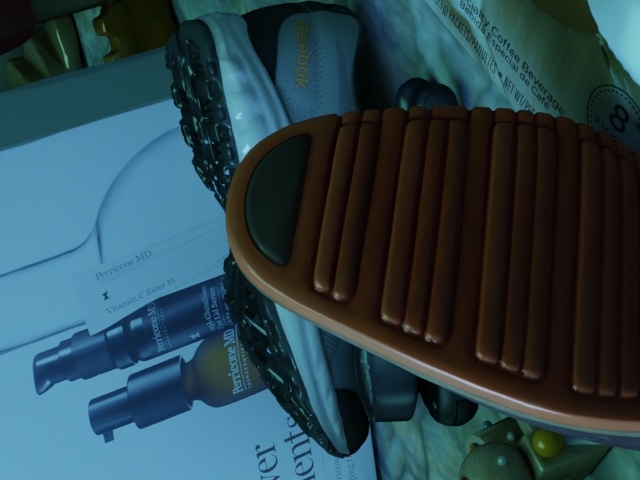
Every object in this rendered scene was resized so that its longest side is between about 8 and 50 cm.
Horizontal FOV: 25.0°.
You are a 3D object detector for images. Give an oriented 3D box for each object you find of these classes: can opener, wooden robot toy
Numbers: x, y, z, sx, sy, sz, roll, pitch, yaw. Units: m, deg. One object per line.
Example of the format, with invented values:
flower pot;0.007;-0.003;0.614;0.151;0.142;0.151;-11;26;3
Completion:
can opener;0.058;0.010;0.739;0.059;0.073;0.186;31;125;56
wooden robot toy;0.092;0.107;0.717;0.076;0.079;0.173;56;152;25

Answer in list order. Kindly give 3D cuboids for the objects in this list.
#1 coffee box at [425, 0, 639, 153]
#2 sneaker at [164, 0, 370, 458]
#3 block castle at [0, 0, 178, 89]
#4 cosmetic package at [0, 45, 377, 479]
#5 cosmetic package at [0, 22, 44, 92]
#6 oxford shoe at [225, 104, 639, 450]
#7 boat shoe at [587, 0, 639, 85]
coffee box;0.119;-0.145;0.442;0.141;0.098;0.246;54;151;28
sneaker;0.000;0.000;0.786;0.100;0.108;0.272;38;143;57
block castle;-0.210;0.000;1.087;0.303;0.212;0.453;10;118;62
cosmetic package;-0.117;0.088;0.875;0.097;0.284;0.377;37;141;56
cosmetic package;-0.338;-0.176;1.279;0.197;0.155;0.366;15;121;59
oxford shoe;0.097;0.033;0.462;0.098;0.271;0.097;119;165;-63
boat shoe;0.194;0.002;0.325;0.302;0.109;0.094;41;136;2
